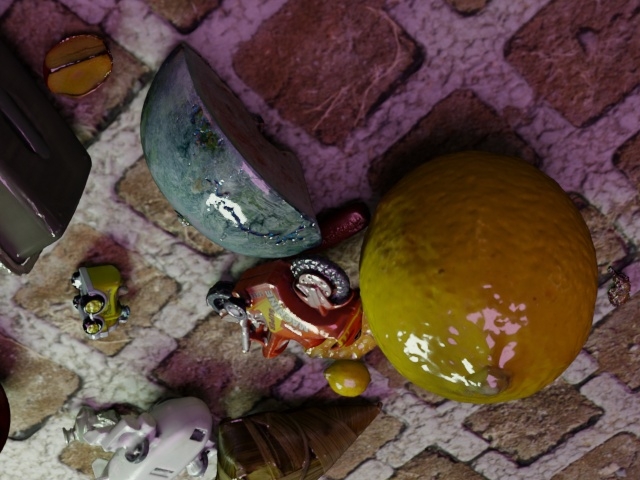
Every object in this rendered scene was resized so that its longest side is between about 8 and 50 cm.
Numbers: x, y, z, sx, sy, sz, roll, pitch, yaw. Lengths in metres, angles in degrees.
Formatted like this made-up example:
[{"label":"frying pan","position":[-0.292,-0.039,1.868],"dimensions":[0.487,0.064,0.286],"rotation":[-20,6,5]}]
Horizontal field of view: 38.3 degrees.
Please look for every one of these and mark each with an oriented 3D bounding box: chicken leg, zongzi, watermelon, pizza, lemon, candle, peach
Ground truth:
[{"label":"chicken leg","position":[0.470,0.072,1.448],"dimensions":[0.036,0.021,0.083],"rotation":[-7,126,10]},{"label":"zongzi","position":[-0.042,0.383,1.570],"dimensions":[0.288,0.134,0.286],"rotation":[-14,142,-25]},{"label":"watermelon","position":[-0.126,-0.062,1.178],"dimensions":[0.175,0.188,0.322],"rotation":[-37,120,17]},{"label":"pizza","position":[0.047,0.135,1.435],"dimensions":[0.099,0.035,0.160],"rotation":[37,115,-27]},{"label":"lemon","position":[0.202,0.047,1.206],"dimensions":[0.336,0.336,0.336],"rotation":[-3,126,-4]},{"label":"lemon","position":[0.043,0.219,1.479],"dimensions":[0.083,0.062,0.062],"rotation":[10,124,-14]},{"label":"candle","position":[0.000,0.000,1.324],"dimensions":[0.162,0.048,0.053],"rotation":[-29,143,13]},{"label":"peach","position":[-0.298,-0.219,1.127],"dimensions":[0.077,0.050,0.083],"rotation":[13,137,-43]}]

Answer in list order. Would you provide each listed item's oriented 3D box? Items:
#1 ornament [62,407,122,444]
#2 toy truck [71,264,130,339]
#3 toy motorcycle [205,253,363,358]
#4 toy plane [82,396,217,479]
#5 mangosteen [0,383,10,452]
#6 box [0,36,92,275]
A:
[{"label":"ornament","position":[-0.374,0.302,1.500],"dimensions":[0.092,0.041,0.068],"rotation":[-36,132,-2]},{"label":"toy truck","position":[-0.317,0.090,1.344],"dimensions":[0.077,0.076,0.111],"rotation":[-12,130,-23]},{"label":"toy motorcycle","position":[-0.042,0.096,1.293],"dimensions":[0.171,0.089,0.298],"rotation":[38,148,-24]},{"label":"toy plane","position":[-0.276,0.341,1.493],"dimensions":[0.252,0.118,0.252],"rotation":[-18,141,-15]},{"label":"mangosteen","position":[-0.567,0.269,1.389],"dimensions":[0.200,0.200,0.199],"rotation":[-3,126,-4]},{"label":"box","position":[-0.415,-0.109,1.091],"dimensions":[0.166,0.220,0.290],"rotation":[-19,126,18]}]
